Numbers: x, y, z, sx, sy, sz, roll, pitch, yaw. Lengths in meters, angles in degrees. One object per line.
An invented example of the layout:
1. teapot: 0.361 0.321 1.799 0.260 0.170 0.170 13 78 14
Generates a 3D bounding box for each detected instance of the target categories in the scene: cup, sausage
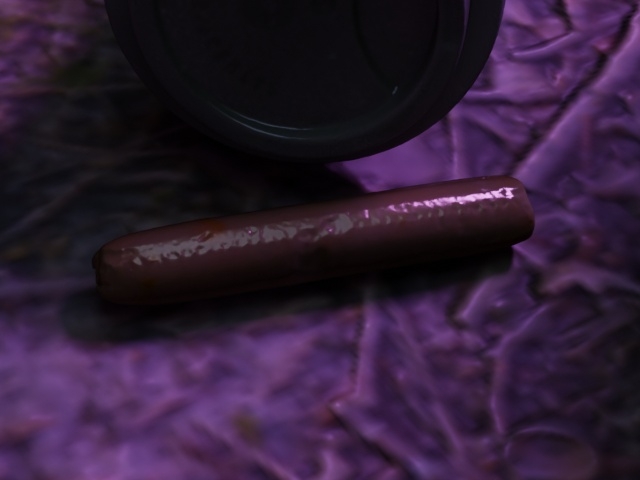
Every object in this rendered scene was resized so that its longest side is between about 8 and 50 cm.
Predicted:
1. cup: 0.002 -0.102 0.486 0.120 0.120 0.141 12 36 2
2. sausage: 0.000 0.000 0.441 0.132 0.024 0.024 -9 47 -20
